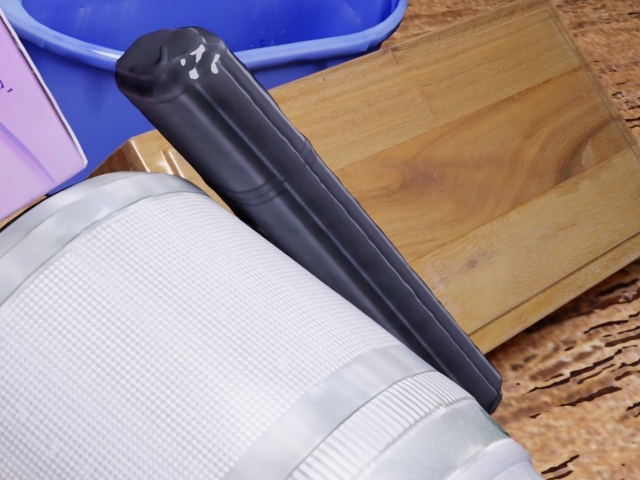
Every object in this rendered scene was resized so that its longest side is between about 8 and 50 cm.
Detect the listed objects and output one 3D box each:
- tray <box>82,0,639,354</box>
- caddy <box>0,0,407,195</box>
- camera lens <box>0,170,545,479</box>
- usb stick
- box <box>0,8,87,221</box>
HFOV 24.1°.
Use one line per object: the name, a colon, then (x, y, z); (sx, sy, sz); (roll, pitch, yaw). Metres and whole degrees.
tray: (0.063, -0.021, 0.965); (0.411, 0.076, 0.203); (-25, 83, -44)
caddy: (-0.101, -0.167, 1.046); (0.341, 0.179, 0.241); (-15, 49, -37)
camera lens: (-0.051, 0.117, 0.688); (0.274, 0.219, 0.219); (37, 40, 19)
usb stick: (0.000, 0.000, 0.753); (0.077, 0.278, 0.045); (11, 59, 52)
box: (-0.264, -0.032, 0.702); (0.243, 0.117, 0.213); (-35, 22, -16)
